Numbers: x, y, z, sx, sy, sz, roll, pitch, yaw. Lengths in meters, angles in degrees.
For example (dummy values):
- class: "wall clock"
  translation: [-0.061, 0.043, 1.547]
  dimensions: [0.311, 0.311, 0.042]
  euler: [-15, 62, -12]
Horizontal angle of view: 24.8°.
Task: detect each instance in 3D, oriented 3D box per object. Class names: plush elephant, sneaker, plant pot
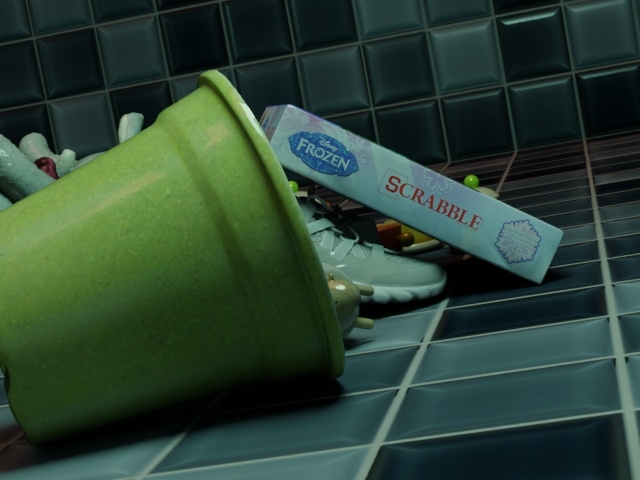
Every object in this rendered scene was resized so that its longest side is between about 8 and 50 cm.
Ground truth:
- class: "plush elephant"
  translation: [-0.312, -0.035, 1.693]
  dimensions: [0.330, 0.272, 0.255]
  euler: [26, 44, 10]
- class: "sneaker"
  translation: [0.000, 0.000, 1.501]
  dimensions: [0.281, 0.115, 0.105]
  euler: [12, -5, -10]
- class: "plant pot"
  translation: [-0.152, 0.035, 1.177]
  dimensions: [0.253, 0.276, 0.276]
  euler: [-23, 8, -11]

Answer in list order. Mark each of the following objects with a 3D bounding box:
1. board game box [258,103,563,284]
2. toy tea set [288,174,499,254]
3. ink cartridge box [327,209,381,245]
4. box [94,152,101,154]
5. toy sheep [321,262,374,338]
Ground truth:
- class: "board game box"
  translation: [0.081, -0.059, 1.625]
  dimensions: [0.318, 0.066, 0.318]
  euler: [25, 2, -8]
- class: "toy tea set"
  translation: [0.064, -0.031, 1.902]
  dimensions: [0.336, 0.124, 0.200]
  euler: [-11, 6, -2]
- class: "ink cartridge box"
  translation: [-0.024, 0.027, 1.665]
  dimensions: [0.160, 0.093, 0.219]
  euler: [-11, 6, -8]
- class: "box"
  translation: [-0.234, -0.055, 2.275]
  dimensions: [0.167, 0.203, 0.168]
  euler: [-7, 7, 26]
- class: "toy sheep"
  translation: [-0.005, 0.062, 1.362]
  dimensions: [0.091, 0.091, 0.132]
  euler: [-15, -7, -35]
